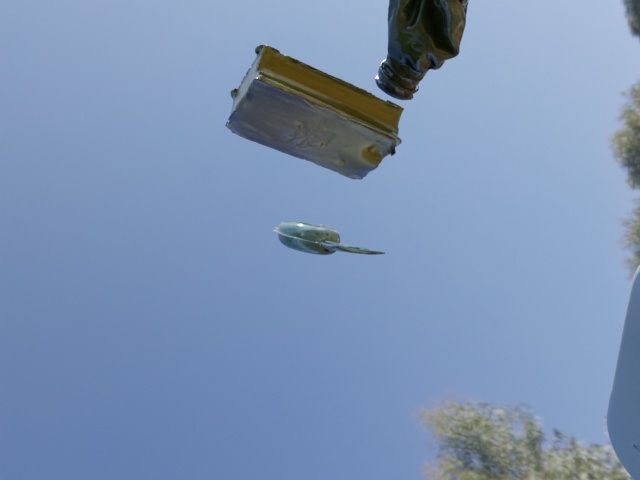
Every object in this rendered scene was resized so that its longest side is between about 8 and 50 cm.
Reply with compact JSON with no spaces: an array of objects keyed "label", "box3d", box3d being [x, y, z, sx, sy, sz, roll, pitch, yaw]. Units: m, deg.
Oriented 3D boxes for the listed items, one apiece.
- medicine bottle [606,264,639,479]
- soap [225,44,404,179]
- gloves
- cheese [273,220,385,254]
[{"label":"medicine bottle","box3d":[0.298,0.123,0.463,0.111,0.161,0.296,-39,-43,-28]},{"label":"soap","box3d":[-0.010,-0.175,0.924,0.233,0.135,0.076,21,-119,-18]},{"label":"gloves","box3d":[0.161,-0.333,0.972,0.135,0.268,0.107,33,-128,5]},{"label":"cheese","box3d":[0.000,0.000,0.597,0.067,0.121,0.026,4,-82,-39]}]
